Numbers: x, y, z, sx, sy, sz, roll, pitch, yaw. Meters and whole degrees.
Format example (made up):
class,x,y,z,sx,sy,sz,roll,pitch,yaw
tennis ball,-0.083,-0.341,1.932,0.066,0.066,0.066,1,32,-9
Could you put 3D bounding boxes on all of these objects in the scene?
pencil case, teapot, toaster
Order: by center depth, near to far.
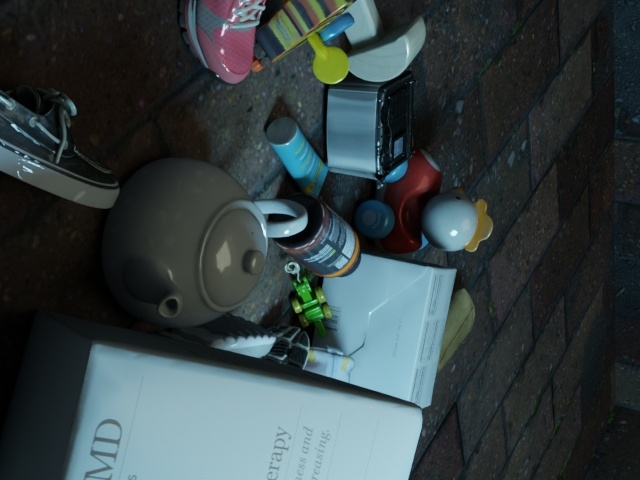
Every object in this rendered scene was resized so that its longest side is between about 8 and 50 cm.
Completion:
class,x,y,z,sx,sy,sz,roll,pitch,yaw
teapot,-0.154,0.010,1.419,0.252,0.187,0.256,44,62,-57
pencil case,-0.017,0.315,1.764,0.124,0.114,0.273,107,-5,-67
toaster,0.089,-0.200,1.826,0.186,0.110,0.168,-40,133,-58

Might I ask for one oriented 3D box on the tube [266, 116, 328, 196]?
class,x,y,z,sx,sy,sz,roll,pitch,yaw
tube,-0.032,-0.131,1.726,0.080,0.052,0.207,-64,155,-14

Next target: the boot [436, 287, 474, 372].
class,x,y,z,sx,sy,sz,roll,pitch,yaw
boot,0.256,0.190,2.310,0.269,0.089,0.236,-47,149,-42

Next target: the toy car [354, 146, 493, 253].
class,x,y,z,sx,sy,sz,roll,pitch,yaw
toy car,0.225,-0.064,1.996,0.219,0.238,0.210,17,85,-61

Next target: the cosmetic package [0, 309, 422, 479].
class,x,y,z,sx,sy,sz,roll,pitch,yaw
cosmetic package,-0.155,0.290,1.221,0.394,0.327,0.329,15,85,-25

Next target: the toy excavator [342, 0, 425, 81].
class,x,y,z,sx,sy,sz,roll,pitch,yaw
toy excavator,0.064,-0.510,1.574,0.445,0.433,0.222,-44,-173,46

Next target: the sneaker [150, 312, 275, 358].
class,x,y,z,sx,sy,sz,roll,pitch,yaw
sneaker,-0.183,0.181,1.542,0.281,0.105,0.115,-12,119,-47

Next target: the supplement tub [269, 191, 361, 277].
class,x,y,z,sx,sy,sz,roll,pitch,yaw
supplement tub,0.000,0.000,1.766,0.198,0.106,0.106,40,66,-58

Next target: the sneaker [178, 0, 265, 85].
class,x,y,z,sx,sy,sz,roll,pitch,yaw
sneaker,-0.107,-0.358,1.412,0.116,0.136,0.313,-30,126,-52

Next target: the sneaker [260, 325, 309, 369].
class,x,y,z,sx,sy,sz,roll,pitch,yaw
sneaker,-0.102,0.269,1.726,0.118,0.107,0.279,78,37,-68

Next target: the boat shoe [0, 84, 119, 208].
class,x,y,z,sx,sy,sz,roll,pitch,yaw
boat shoe,-0.321,-0.124,1.155,0.306,0.113,0.105,29,90,-50

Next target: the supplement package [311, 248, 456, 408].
class,x,y,z,sx,sy,sz,roll,pitch,yaw
supplement package,0.109,0.157,1.903,0.145,0.204,0.261,5,96,-66

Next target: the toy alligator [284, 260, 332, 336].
class,x,y,z,sx,sy,sz,roll,pitch,yaw
toy alligator,-0.026,0.090,1.816,0.051,0.056,0.189,-112,179,-52

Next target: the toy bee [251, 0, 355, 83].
class,x,y,z,sx,sy,sz,roll,pitch,yaw
toy bee,-0.032,-0.303,1.529,0.162,0.195,0.298,-36,165,-9
